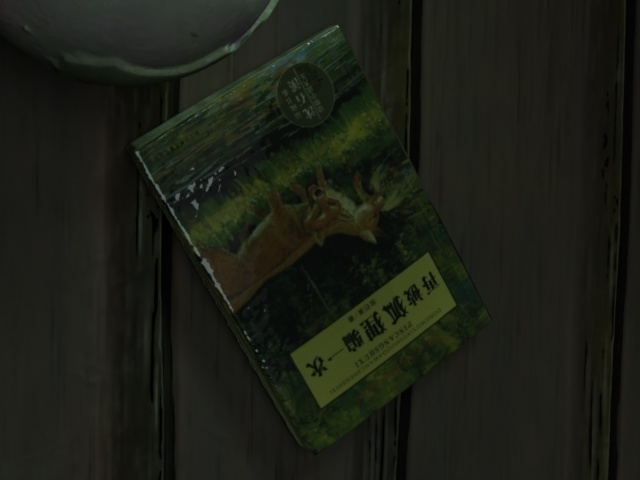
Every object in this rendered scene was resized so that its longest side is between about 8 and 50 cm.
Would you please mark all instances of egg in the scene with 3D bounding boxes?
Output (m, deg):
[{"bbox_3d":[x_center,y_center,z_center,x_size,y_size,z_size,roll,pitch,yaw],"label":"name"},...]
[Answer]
[{"bbox_3d":[-0.098,-0.170,0.648,0.183,0.217,0.183,-3,98,-25],"label":"egg"}]

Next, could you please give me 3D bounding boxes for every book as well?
[{"bbox_3d":[0.000,0.000,0.809,0.160,0.024,0.228,-34,106,-20],"label":"book"}]
